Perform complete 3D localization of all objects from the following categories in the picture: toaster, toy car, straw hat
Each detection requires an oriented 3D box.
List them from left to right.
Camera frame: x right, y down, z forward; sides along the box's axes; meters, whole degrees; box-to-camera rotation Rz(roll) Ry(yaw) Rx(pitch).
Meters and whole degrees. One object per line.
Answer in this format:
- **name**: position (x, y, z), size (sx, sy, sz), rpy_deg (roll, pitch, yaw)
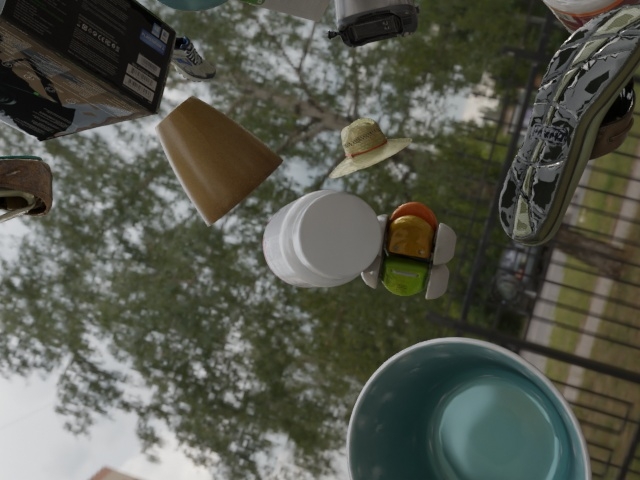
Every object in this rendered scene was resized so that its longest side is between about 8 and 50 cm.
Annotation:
- **straw hat**: position (0.065, -0.152, 1.282), size (0.061, 0.144, 0.144), rpy_deg (64, -155, -13)
- **toaster**: position (0.119, -0.557, 2.005), size (0.129, 0.227, 0.146), rpy_deg (52, -150, -67)
- **toy car**: position (0.163, 0.012, 1.541), size (0.136, 0.159, 0.182), rpy_deg (-71, -12, -52)

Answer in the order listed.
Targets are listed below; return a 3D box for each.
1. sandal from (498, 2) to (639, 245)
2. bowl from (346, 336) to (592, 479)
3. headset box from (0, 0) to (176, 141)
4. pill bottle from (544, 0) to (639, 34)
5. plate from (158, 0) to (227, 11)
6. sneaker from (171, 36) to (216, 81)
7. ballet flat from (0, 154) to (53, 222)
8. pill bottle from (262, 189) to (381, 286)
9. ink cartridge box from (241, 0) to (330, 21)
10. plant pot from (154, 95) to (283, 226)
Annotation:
- **sandal**: position (0.307, -0.133, 0.991), size (0.302, 0.086, 0.120), rpy_deg (-67, 28, 15)
- **bowl**: position (0.207, 0.273, 1.099), size (0.163, 0.311, 0.311), rpy_deg (0, -75, -62)
- **headset box**: position (-0.384, -0.254, 1.120), size (0.246, 0.283, 0.131), rpy_deg (30, -118, -46)
- **pill bottle**: position (0.592, -0.534, 1.762), size (0.392, 0.224, 0.224), rpy_deg (6, -80, -60)
- **plate**: position (-0.169, -0.401, 1.130), size (0.024, 0.188, 0.188), rpy_deg (11, -86, -78)
- **sneaker**: position (-0.246, -0.336, 1.536), size (0.058, 0.135, 0.052), rpy_deg (-42, 36, 40)
- **ballet flat**: position (-0.520, -0.069, 1.201), size (0.316, 0.107, 0.106), rpy_deg (-5, -106, -44)
- **pill bottle**: position (0.000, 0.000, 1.433), size (0.283, 0.160, 0.160), rpy_deg (166, 122, -77)
- **ink cartridge box**: position (-0.072, -0.462, 1.471), size (0.209, 0.062, 0.109), rpy_deg (3, -47, -37)
- **plant pot**: position (-0.258, -0.203, 1.970), size (0.237, 0.254, 0.237), rpy_deg (-40, 10, 9)
